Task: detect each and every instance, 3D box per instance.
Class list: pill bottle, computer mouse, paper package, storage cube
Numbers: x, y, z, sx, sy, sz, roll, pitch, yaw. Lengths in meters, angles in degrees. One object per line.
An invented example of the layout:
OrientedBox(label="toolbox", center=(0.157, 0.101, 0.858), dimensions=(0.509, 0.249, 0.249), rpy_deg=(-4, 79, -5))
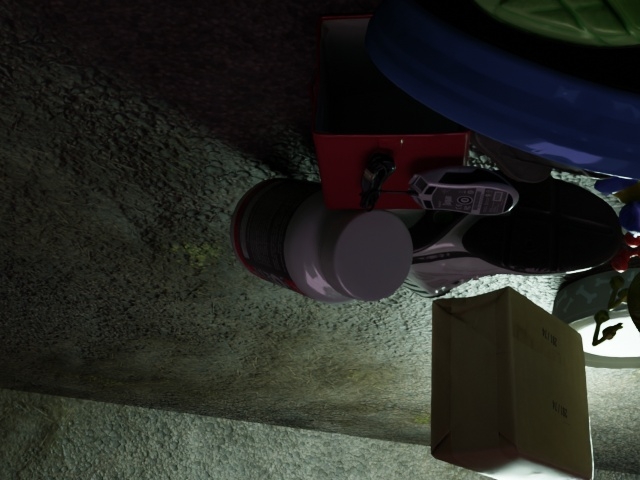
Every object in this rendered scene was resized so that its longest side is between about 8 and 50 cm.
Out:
OrientedBox(label="pill bottle", center=(0.000, 0.000, 1.367), dimensions=(0.176, 0.176, 0.318), rpy_deg=(19, 178, -29))
OrientedBox(label="computer mouse", center=(0.144, -0.067, 1.101), dimensions=(0.193, 0.042, 0.106), rpy_deg=(5, 150, 3))
OrientedBox(label="paper package", center=(0.354, 0.275, 1.655), dimensions=(0.168, 0.309, 0.325), rpy_deg=(-16, 151, 36))
OrientedBox(label="storage cube", center=(0.096, -0.161, 1.165), dimensions=(0.215, 0.183, 0.193), rpy_deg=(0, 154, 5))

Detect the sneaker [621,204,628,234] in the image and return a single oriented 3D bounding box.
OrientedBox(label="sneaker", center=(0.648, -0.051, 1.433), dimensions=(0.169, 0.108, 0.292), rpy_deg=(15, 160, -27))

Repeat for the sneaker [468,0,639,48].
OrientedBox(label="sneaker", center=(0.345, -0.254, 0.875), dimensions=(0.483, 0.185, 0.202), rpy_deg=(-8, 168, -18))

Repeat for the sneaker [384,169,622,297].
OrientedBox(label="sneaker", center=(0.278, 0.001, 1.542), dimensions=(0.448, 0.169, 0.257), rpy_deg=(3, 163, 17))

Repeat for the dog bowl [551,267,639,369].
OrientedBox(label="dog bowl", center=(0.639, 0.163, 1.851), dimensions=(0.349, 0.102, 0.348), rpy_deg=(2, 153, 1))

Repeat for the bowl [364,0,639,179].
OrientedBox(label="bowl", center=(0.242, -0.187, 0.926), dimensions=(0.391, 0.391, 0.077), rpy_deg=(10, 120, -13))

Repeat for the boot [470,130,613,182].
OrientedBox(label="boot", center=(0.327, -0.120, 1.248), dimensions=(0.190, 0.076, 0.208), rpy_deg=(18, 176, -37))

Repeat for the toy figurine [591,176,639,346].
OrientedBox(label="toy figurine", center=(0.435, -0.053, 1.271), dimensions=(0.217, 0.362, 0.191), rpy_deg=(42, 153, -16))
